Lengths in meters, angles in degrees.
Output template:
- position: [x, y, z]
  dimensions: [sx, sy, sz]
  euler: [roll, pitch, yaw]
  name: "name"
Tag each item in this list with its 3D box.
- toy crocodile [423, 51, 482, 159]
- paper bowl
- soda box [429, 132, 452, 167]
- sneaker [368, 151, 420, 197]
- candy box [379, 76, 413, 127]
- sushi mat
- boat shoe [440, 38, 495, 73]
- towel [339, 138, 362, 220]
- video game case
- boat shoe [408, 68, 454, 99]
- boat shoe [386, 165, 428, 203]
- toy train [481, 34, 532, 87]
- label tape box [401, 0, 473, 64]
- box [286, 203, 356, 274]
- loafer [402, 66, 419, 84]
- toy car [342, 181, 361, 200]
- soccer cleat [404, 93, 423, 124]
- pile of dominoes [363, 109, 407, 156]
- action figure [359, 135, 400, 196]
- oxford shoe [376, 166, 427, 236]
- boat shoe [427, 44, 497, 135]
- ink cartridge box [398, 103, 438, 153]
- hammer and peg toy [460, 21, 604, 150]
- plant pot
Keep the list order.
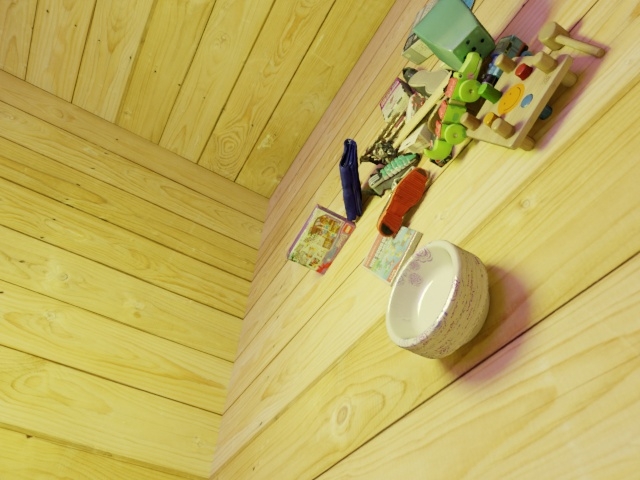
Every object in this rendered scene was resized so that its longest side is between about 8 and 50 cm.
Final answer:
- position: [0.418, -0.413, 1.449]
  dimensions: [0.115, 0.105, 0.340]
  euler: [-81, 4, -63]
  name: "toy crocodile"
- position: [0.298, 0.152, 1.143]
  dimensions: [0.284, 0.148, 0.284]
  euler: [-54, 21, 32]
  name: "paper bowl"
- position: [0.420, -0.337, 1.613]
  dimensions: [0.060, 0.053, 0.168]
  euler: [-43, 27, 49]
  name: "soda box"
- position: [0.303, -0.259, 1.825]
  dimensions: [0.224, 0.098, 0.083]
  euler: [-31, 33, 17]
  name: "sneaker"
- position: [0.361, -0.651, 2.180]
  dimensions: [0.159, 0.071, 0.233]
  euler: [-53, 20, 31]
  name: "candy box"
- position: [0.377, -0.478, 1.706]
  dimensions: [0.151, 0.019, 0.316]
  euler: [-59, 7, -37]
  name: "sushi mat"
- position: [0.533, -0.683, 1.670]
  dimensions: [0.305, 0.109, 0.091]
  euler: [-149, 80, -76]
  name: "boat shoe"
- position: [0.145, -0.265, 2.039]
  dimensions: [0.227, 0.076, 0.308]
  euler: [-77, -18, -44]
  name: "towel"
- position: [0.245, 0.039, 1.651]
  dimensions: [0.204, 0.025, 0.285]
  euler: [-64, 18, 3]
  name: "video game case"
- position: [0.461, -0.612, 1.844]
  dimensions: [0.112, 0.096, 0.335]
  euler: [-49, 25, 11]
  name: "boat shoe"
- position: [0.304, -0.206, 1.728]
  dimensions: [0.226, 0.076, 0.083]
  euler: [-46, 25, 45]
  name: "boat shoe"
- position: [0.552, -0.515, 1.389]
  dimensions: [0.184, 0.105, 0.080]
  euler: [-62, 17, 7]
  name: "toy train"
- position: [0.529, -0.982, 2.082]
  dimensions: [0.249, 0.115, 0.348]
  euler: [-68, 16, -10]
  name: "label tape box"
- position: [0.000, 0.000, 2.114]
  dimensions: [0.293, 0.201, 0.057]
  euler: [-57, 20, 22]
  name: "box"
- position: [0.421, -0.745, 2.121]
  dimensions: [0.076, 0.078, 0.223]
  euler: [-57, 19, 25]
  name: "loafer"
- position: [0.154, -0.237, 2.244]
  dimensions: [0.040, 0.060, 0.122]
  euler: [43, 117, 39]
  name: "toy car"
- position: [0.389, -0.539, 1.959]
  dimensions: [0.076, 0.068, 0.196]
  euler: [-43, 30, 56]
  name: "soccer cleat"
- position: [0.286, -0.479, 2.035]
  dimensions: [0.196, 0.040, 0.251]
  euler: [-26, -22, -53]
  name: "pile of dominoes"
- position: [0.251, -0.333, 1.955]
  dimensions: [0.164, 0.141, 0.275]
  euler: [-31, 40, 63]
  name: "action figure"
- position: [0.278, -0.144, 1.644]
  dimensions: [0.271, 0.097, 0.098]
  euler: [-56, 14, 7]
  name: "oxford shoe"
- position: [0.491, -0.492, 1.535]
  dimensions: [0.341, 0.122, 0.110]
  euler: [-46, 19, 22]
  name: "boat shoe"
- position: [0.382, -0.401, 1.731]
  dimensions: [0.198, 0.067, 0.115]
  euler: [-58, 14, -19]
  name: "ink cartridge box"
- position: [0.549, -0.422, 1.233]
  dimensions: [0.361, 0.128, 0.266]
  euler: [-60, 18, 14]
  name: "hammer and peg toy"
- position: [0.445, -0.657, 1.492]
  dimensions: [0.165, 0.166, 0.234]
  euler: [-44, 36, 23]
  name: "plant pot"
